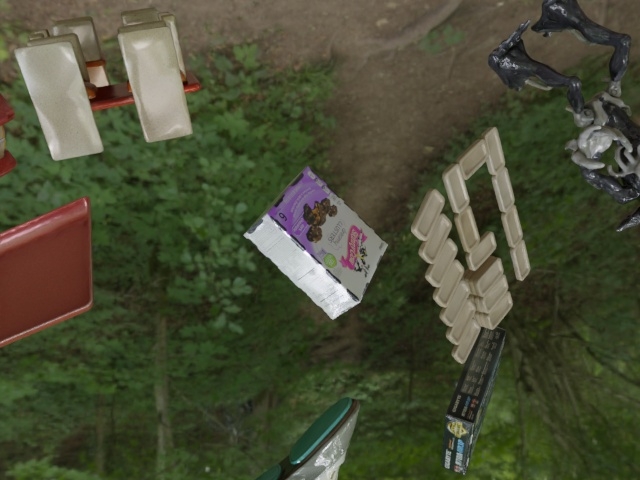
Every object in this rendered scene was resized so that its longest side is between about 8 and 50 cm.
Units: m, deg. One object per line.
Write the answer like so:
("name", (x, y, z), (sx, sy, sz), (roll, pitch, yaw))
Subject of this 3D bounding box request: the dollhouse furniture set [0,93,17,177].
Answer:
("dollhouse furniture set", (-0.646, -0.111, 0.813), (0.152, 0.374, 0.201), (48, 147, -4))

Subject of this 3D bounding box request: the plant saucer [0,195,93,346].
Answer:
("plant saucer", (-0.515, 0.068, 1.014), (0.259, 0.258, 0.047), (-23, 142, 4))

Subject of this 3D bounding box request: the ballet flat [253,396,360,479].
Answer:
("ballet flat", (-0.023, 0.265, 0.627), (0.068, 0.213, 0.072), (49, 177, -4))

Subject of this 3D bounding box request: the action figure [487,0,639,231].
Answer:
("action figure", (0.292, -0.119, 0.528), (0.275, 0.164, 0.141), (47, -176, 11))

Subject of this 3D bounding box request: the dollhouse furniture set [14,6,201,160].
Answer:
("dollhouse furniture set", (-0.252, -0.139, 0.564), (0.259, 0.135, 0.262), (-14, -152, -12))

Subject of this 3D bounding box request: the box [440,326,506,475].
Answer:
("box", (0.282, 0.289, 1.037), (0.051, 0.220, 0.175), (15, 136, 23))

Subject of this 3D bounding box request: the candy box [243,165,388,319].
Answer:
("candy box", (0.000, 0.000, 0.909), (0.196, 0.164, 0.070), (44, 129, -9))

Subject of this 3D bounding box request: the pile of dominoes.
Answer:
("pile of dominoes", (0.189, 0.009, 0.730), (0.196, 0.251, 0.040), (-40, -149, -29))
